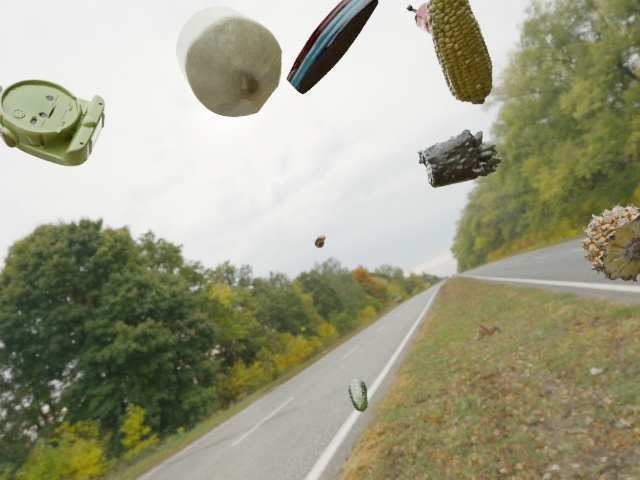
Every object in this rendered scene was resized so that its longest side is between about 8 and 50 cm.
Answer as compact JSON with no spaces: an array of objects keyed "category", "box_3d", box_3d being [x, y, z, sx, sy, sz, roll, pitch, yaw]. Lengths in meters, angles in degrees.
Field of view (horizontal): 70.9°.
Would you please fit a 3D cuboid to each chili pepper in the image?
[{"category":"chili pepper","box_3d":[0.465,-0.871,1.797,0.110,0.388,0.110,-13,-46,-13]}]

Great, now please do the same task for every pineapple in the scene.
[{"category":"pineapple","box_3d":[0.651,-0.011,1.000,0.161,0.176,0.137,-4,29,-7]}]

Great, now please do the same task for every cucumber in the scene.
[{"category":"cucumber","box_3d":[0.128,0.516,1.498,0.069,0.069,0.227,-23,2,1]}]

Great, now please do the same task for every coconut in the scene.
[{"category":"coconut","box_3d":[-0.212,-0.417,1.069,0.237,0.266,0.237,-17,-51,-22]}]

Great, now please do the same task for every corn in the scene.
[{"category":"corn","box_3d":[0.370,-0.511,1.193,0.130,0.347,0.130,-23,32,16]}]

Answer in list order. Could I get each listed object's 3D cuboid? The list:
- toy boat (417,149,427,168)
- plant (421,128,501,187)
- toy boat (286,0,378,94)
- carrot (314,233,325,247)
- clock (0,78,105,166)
[{"category":"toy boat","box_3d":[0.420,-0.315,1.775,0.060,0.060,0.137,8,-13,35]},{"category":"plant","box_3d":[0.376,-0.220,1.204,0.194,0.132,0.129,-17,3,2]},{"category":"toy boat","box_3d":[0.042,-0.612,1.377,0.136,0.079,0.392,11,-42,-43]},{"category":"carrot","box_3d":[0.000,0.000,1.419,0.035,0.035,0.142,-21,-9,-10]},{"category":"clock","box_3d":[-0.784,-0.348,1.255,0.308,0.235,0.096,16,-32,-18]}]
